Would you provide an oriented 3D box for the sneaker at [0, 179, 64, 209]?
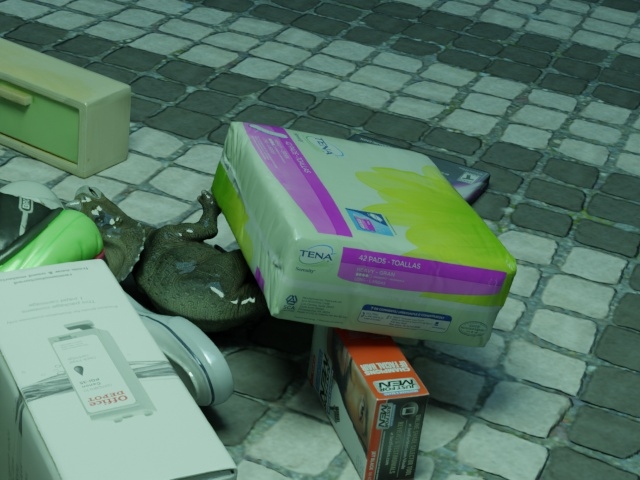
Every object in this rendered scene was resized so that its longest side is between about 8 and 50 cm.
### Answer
[{"bbox_3d":[-0.322,-0.017,1.394,0.106,0.123,0.290,4,27,-1],"label":"sneaker"}]

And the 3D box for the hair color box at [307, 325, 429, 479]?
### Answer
[{"bbox_3d":[0.039,0.132,1.228,0.053,0.093,0.167,-4,29,-20],"label":"hair color box"}]

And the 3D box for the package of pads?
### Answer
[{"bbox_3d":[0.037,-0.014,1.300,0.229,0.101,0.296,9,23,-20],"label":"package of pads"}]

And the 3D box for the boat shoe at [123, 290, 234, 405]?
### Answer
[{"bbox_3d":[-0.172,0.108,1.255,0.076,0.083,0.226,-29,31,-31],"label":"boat shoe"}]

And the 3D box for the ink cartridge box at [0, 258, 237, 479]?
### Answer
[{"bbox_3d":[-0.168,0.173,0.977,0.117,0.207,0.283,-9,32,-25],"label":"ink cartridge box"}]

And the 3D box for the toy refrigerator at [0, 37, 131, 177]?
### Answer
[{"bbox_3d":[-0.373,-0.175,1.699,0.269,0.102,0.094,23,32,26],"label":"toy refrigerator"}]

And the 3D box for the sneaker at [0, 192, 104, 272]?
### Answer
[{"bbox_3d":[-0.382,0.090,1.083,0.202,0.185,0.483,28,33,19],"label":"sneaker"}]

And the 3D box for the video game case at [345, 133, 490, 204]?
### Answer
[{"bbox_3d":[0.071,-0.055,1.663,0.196,0.026,0.274,18,29,20],"label":"video game case"}]

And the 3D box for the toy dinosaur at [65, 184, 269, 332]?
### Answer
[{"bbox_3d":[-0.116,0.041,1.375,0.313,0.121,0.160,29,46,25],"label":"toy dinosaur"}]
